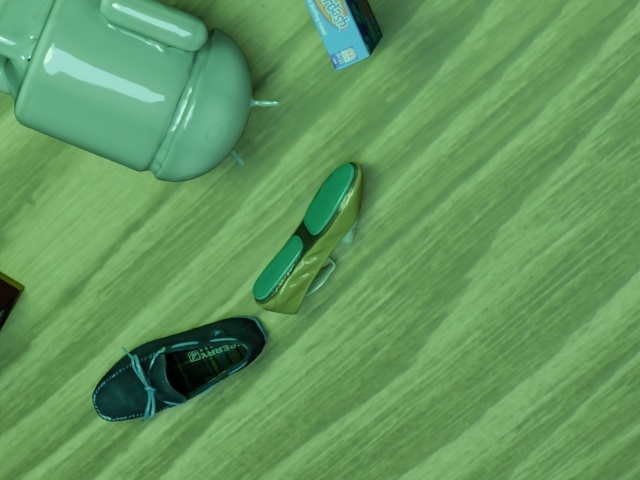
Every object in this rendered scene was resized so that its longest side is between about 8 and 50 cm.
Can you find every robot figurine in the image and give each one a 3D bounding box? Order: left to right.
[{"bbox_3d":[-0.233,-0.196,1.721,0.353,0.199,0.300,22,151,-12],"label":"robot figurine"}]

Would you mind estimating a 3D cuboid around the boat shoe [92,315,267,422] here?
[{"bbox_3d":[-0.199,0.168,1.884,0.258,0.089,0.109,-32,98,14],"label":"boat shoe"}]

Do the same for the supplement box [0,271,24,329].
[{"bbox_3d":[-0.524,0.089,1.850,0.191,0.194,0.129,32,106,-2],"label":"supplement box"}]

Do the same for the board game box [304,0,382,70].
[{"bbox_3d":[0.016,-0.294,1.676,0.047,0.210,0.160,-23,101,11],"label":"board game box"}]

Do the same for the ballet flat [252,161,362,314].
[{"bbox_3d":[0.000,0.000,1.836,0.073,0.080,0.232,27,111,-29],"label":"ballet flat"}]
